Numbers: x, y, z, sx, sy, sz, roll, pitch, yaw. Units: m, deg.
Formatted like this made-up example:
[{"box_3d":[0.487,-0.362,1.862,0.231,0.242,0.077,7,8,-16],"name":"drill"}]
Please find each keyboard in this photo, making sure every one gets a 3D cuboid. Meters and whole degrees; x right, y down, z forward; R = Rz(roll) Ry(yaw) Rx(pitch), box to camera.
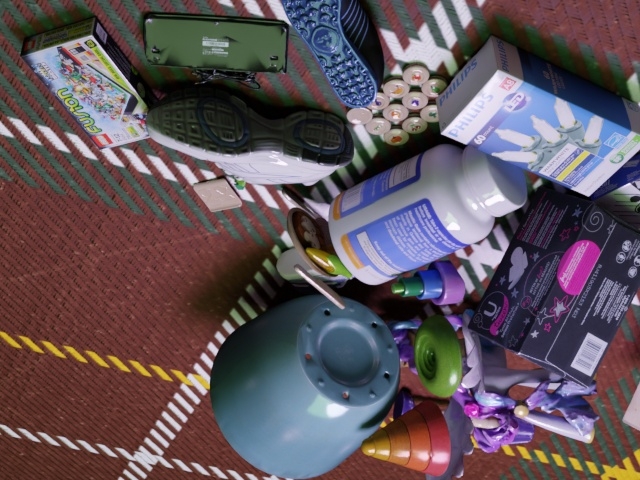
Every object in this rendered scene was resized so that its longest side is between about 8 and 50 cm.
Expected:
[{"box_3d":[-0.139,-0.256,1.665,0.192,0.038,0.100,4,121,-2],"name":"keyboard"}]

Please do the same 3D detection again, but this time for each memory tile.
[{"box_3d":[0.119,-0.188,1.753,0.113,0.012,0.148,30,136,-33],"name":"memory tile"}]

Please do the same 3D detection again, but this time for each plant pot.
[{"box_3d":[-0.004,0.221,2.051,0.293,0.293,0.235,17,151,-20],"name":"plant pot"}]

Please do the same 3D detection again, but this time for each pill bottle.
[{"box_3d":[0.158,-0.049,1.825,0.272,0.152,0.152,-25,137,32],"name":"pill bottle"}]

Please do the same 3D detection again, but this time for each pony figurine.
[{"box_3d":[0.278,0.243,2.095,0.363,0.351,0.302,9,112,-10],"name":"pony figurine"}]

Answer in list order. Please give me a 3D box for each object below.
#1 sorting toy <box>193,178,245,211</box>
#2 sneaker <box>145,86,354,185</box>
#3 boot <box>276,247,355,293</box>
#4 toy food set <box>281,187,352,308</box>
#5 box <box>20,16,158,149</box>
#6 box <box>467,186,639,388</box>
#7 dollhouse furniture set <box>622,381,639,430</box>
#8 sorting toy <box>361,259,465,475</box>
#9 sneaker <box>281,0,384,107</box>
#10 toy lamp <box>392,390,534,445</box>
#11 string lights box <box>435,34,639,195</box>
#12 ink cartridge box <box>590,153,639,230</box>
[{"box_3d":[-0.145,-0.073,1.919,0.083,0.012,0.062,-10,138,21],"name":"sorting toy"},{"box_3d":[-0.106,-0.127,1.763,0.297,0.111,0.129,12,149,-19],"name":"sneaker"},{"box_3d":[0.030,0.042,2.037,0.190,0.069,0.086,-5,151,23],"name":"boot"},{"box_3d":[0.000,0.000,1.875,0.038,0.192,0.132,-34,130,20],"name":"toy food set"},{"box_3d":[-0.305,-0.211,1.717,0.114,0.036,0.207,-13,142,19],"name":"box"},{"box_3d":[0.366,0.069,1.884,0.163,0.247,0.142,27,180,-31],"name":"box"},{"box_3d":[0.744,0.277,2.099,0.394,0.362,0.256,26,150,17],"name":"dollhouse furniture set"},{"box_3d":[0.132,0.204,1.910,0.126,0.127,0.365,-5,116,-21],"name":"sorting toy"},{"box_3d":[0.016,-0.282,1.581,0.081,0.090,0.232,-13,120,21],"name":"sneaker"},{"box_3d":[0.281,0.347,2.431,0.275,0.080,0.080,13,143,-11],"name":"toy lamp"},{"box_3d":[0.303,-0.167,1.713,0.260,0.076,0.133,20,134,-24],"name":"string lights box"},{"box_3d":[0.509,-0.050,1.899,0.207,0.046,0.097,31,136,-34],"name":"ink cartridge box"}]
